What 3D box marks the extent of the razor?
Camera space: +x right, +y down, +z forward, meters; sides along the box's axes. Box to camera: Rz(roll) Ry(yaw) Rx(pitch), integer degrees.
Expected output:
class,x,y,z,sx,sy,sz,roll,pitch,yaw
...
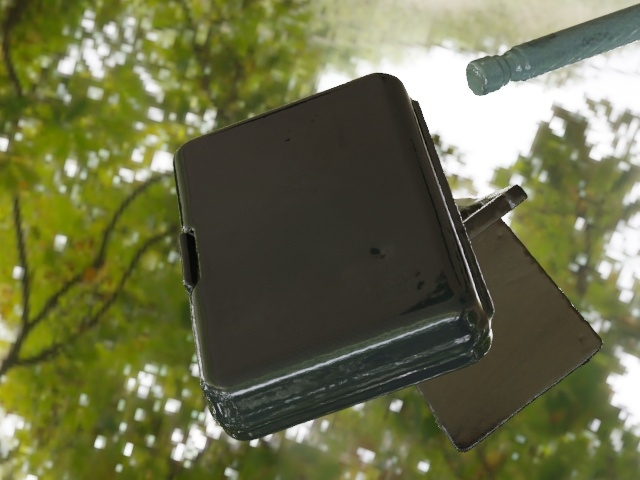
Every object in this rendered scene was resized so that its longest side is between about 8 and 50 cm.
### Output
class,x,y,z,sx,sy,sz,roll,pitch,yaw
razor,0.203,-0.141,0.986,0.232,0.106,0.068,-22,-119,-21

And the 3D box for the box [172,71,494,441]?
class,x,y,z,sx,sy,sz,roll,pitch,yaw
box,0.000,0.000,0.819,0.160,0.050,0.230,-20,-139,6

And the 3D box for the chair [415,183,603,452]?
class,x,y,z,sx,sy,sz,roll,pitch,yaw
chair,0.173,0.090,1.572,0.240,0.203,0.416,54,176,-3
